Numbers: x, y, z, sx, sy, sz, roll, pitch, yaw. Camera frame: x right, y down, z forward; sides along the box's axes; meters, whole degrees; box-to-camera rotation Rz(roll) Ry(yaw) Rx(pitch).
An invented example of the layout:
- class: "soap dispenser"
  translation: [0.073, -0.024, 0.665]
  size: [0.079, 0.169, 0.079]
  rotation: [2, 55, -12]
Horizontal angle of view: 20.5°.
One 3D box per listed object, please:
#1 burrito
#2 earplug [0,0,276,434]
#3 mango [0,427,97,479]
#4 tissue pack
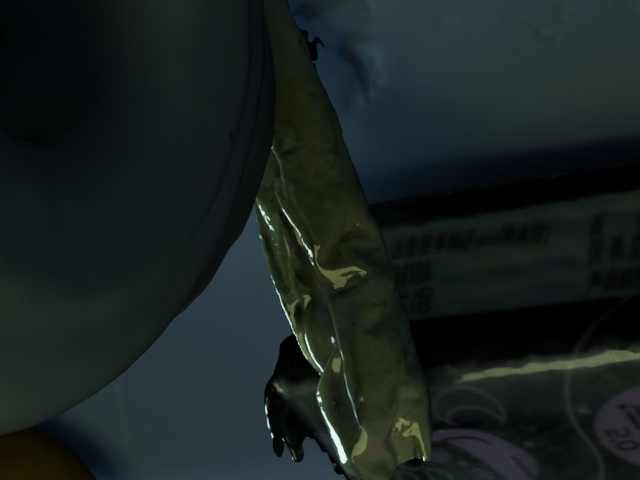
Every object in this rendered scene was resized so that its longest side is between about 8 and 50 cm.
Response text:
- class: "burrito"
  translation: [0.000, 0.000, 0.653]
  size: [0.045, 0.185, 0.041]
  rotation: [-19, 180, 14]
- class: "earplug"
  translation: [-0.103, -0.055, 0.505]
  size: [0.175, 0.214, 0.325]
  rotation: [5, 177, 0]
- class: "mango"
  translation: [-0.175, 0.160, 0.998]
  size: [0.115, 0.089, 0.165]
  rotation: [-11, 145, 14]
- class: "tissue pack"
  translation: [0.190, 0.069, 0.735]
  size: [0.361, 0.122, 0.259]
  rotation: [-9, 144, 24]
